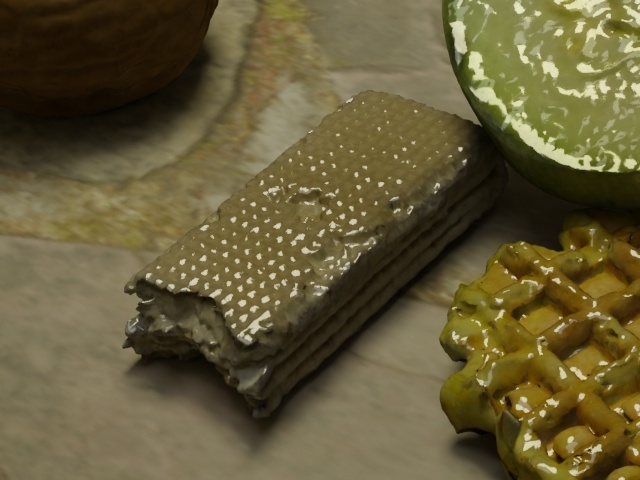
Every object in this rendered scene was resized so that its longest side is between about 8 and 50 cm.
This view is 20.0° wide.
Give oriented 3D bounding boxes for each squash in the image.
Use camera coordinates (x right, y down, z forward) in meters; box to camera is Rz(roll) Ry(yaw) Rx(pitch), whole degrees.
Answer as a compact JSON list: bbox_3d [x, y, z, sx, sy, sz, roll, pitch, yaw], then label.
[{"bbox_3d":[0.189,-0.139,1.008,0.252,0.049,0.252,-12,61,21],"label":"squash"}]

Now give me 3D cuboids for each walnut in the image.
[{"bbox_3d":[-0.175,-0.180,1.197,0.213,0.213,0.213,-7,39,5],"label":"walnut"}]

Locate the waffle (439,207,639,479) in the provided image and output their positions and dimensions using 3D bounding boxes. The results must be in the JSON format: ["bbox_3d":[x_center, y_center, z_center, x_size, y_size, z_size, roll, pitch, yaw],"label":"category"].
[{"bbox_3d":[0.184,0.071,0.902,0.262,0.060,0.280,1,38,20],"label":"waffle"}]

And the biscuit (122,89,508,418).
[{"bbox_3d":[0.000,0.000,1.028,0.108,0.061,0.239,22,49,34],"label":"biscuit"}]
